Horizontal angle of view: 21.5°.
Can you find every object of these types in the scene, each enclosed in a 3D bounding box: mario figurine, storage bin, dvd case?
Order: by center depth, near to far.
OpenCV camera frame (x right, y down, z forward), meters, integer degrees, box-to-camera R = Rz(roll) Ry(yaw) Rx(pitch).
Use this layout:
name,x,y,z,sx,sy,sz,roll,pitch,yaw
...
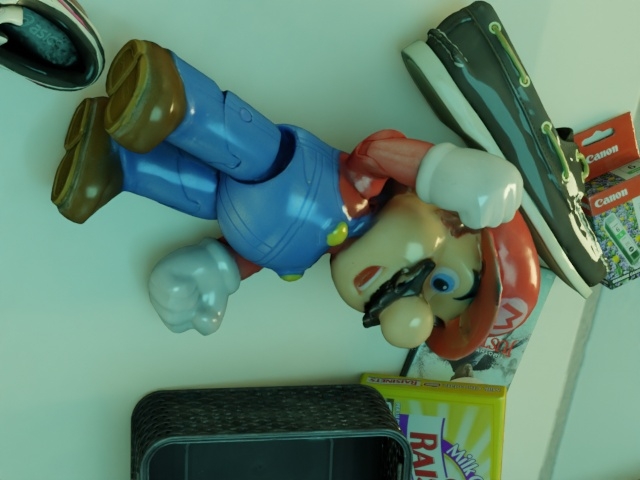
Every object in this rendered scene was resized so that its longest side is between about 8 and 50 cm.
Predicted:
name,x,y,z,sx,sy,sz,roll,pitch,yaw
mario figurine,0.000,0.000,1.058,0.320,0.198,0.170,20,86,-21
storage bin,-0.036,0.170,1.136,0.180,0.084,0.122,-1,107,-11
dvd case,0.112,0.065,1.217,0.087,0.013,0.119,18,101,-25

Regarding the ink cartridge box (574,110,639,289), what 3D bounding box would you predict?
name,x,y,z,sx,sy,sz,roll,pitch,yaw
ink cartridge box,0.218,-0.029,1.219,0.062,0.029,0.115,-23,114,-13

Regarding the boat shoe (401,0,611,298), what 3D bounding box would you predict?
name,x,y,z,sx,sy,sz,roll,pitch,yaw
boat shoe,0.144,-0.058,1.152,0.068,0.081,0.228,-38,114,-2

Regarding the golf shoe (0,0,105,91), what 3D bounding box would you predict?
name,x,y,z,sx,sy,sz,roll,pitch,yaw
golf shoe,-0.205,-0.149,0.985,0.186,0.086,0.067,28,96,-25

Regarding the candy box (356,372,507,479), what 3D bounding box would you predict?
name,x,y,z,sx,sy,sz,roll,pitch,yaw
candy box,0.076,0.198,1.212,0.105,0.027,0.206,3,107,7

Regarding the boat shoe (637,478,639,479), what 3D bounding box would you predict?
name,x,y,z,sx,sy,sz,roll,pitch,yaw
boat shoe,0.263,0.217,1.289,0.228,0.076,0.080,-7,109,-19
